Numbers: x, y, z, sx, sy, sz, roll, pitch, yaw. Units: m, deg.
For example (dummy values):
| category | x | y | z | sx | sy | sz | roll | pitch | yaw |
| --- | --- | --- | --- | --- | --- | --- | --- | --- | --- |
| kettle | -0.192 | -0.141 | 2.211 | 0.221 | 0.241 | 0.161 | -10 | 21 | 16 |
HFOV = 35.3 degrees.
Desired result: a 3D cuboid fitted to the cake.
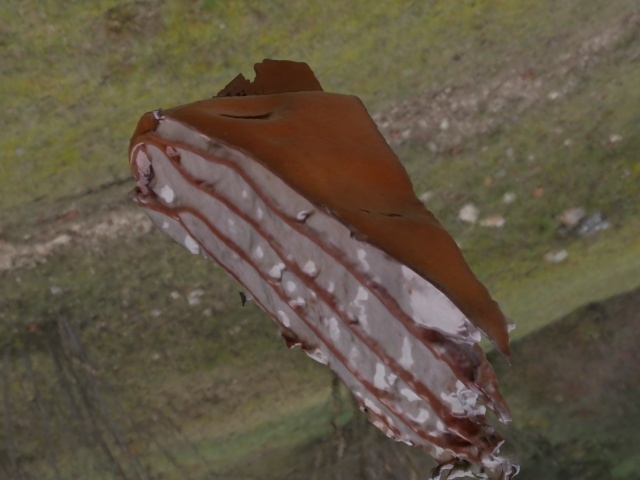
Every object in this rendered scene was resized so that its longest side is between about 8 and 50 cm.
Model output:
| category | x | y | z | sx | sy | sz | roll | pitch | yaw |
| --- | --- | --- | --- | --- | --- | --- | --- | --- | --- |
| cake | -0.002 | 0.006 | 0.489 | 0.135 | 0.287 | 0.098 | -3 | 127 | -32 |
